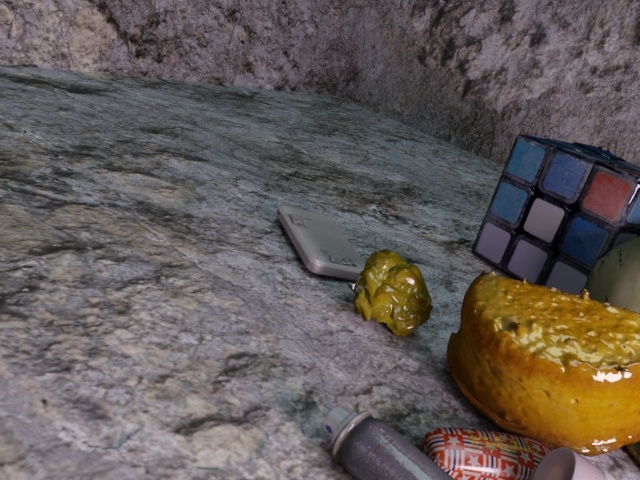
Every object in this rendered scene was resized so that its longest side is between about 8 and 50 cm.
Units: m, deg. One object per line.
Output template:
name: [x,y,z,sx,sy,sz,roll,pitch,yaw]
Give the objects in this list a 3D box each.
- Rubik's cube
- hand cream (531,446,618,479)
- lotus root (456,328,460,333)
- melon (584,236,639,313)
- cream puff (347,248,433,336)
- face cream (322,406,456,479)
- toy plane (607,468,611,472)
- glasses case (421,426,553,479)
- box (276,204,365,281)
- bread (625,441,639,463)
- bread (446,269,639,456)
Rubik's cube: [0.659,-0.044,1.456,0.359,0.363,0.362,3,28,-39]
hand cream: [0.371,0.346,0.668,0.248,0.083,0.133,32,24,-1]
lotus root: [0.336,0.168,1.022,0.159,0.135,0.095,35,22,5]
melon: [0.661,0.131,1.136,0.268,0.268,0.330,29,50,26]
cream puff: [0.136,0.092,1.021,0.156,0.121,0.156,21,18,-7]
face cream: [0.113,0.279,0.617,0.283,0.073,0.073,33,26,33]
toy plane: [0.370,0.327,0.764,0.083,0.031,0.078,-6,32,-47]
glasses case: [0.228,0.280,0.738,0.194,0.049,0.073,12,23,-16]
box: [0.000,0.000,1.241,0.142,0.044,0.285,11,22,-24]
bread: [0.547,0.305,0.863,0.138,0.102,0.196,10,25,-15]
bread: [0.338,0.188,0.830,0.340,0.194,0.179,15,33,25]
